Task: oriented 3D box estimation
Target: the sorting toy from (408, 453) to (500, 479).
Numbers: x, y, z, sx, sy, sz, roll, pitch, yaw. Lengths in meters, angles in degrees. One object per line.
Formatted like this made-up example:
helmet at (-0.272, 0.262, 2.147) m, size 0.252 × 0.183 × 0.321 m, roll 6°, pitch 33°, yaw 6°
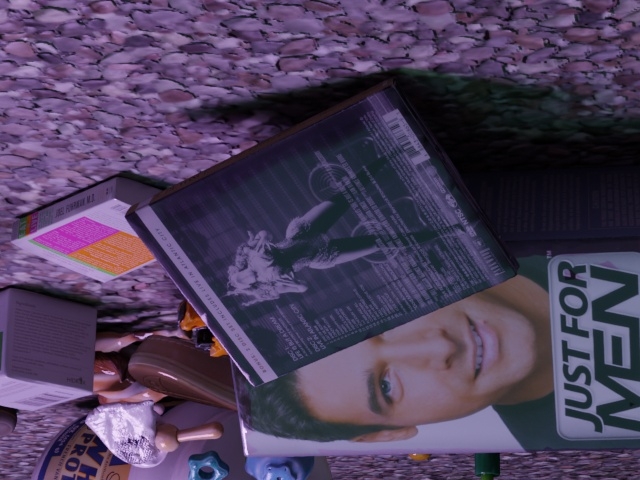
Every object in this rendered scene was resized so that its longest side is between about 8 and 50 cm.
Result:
sorting toy at (0.137, 0.190, 1.895) m, size 0.127 × 0.126 × 0.365 m, roll -5°, pitch 161°, yaw 18°

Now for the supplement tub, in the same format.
supplement tub at (-0.156, 0.291, 2.014) m, size 0.228 × 0.228 × 0.316 m, roll 15°, pitch 163°, yaw -37°

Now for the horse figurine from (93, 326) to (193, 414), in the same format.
horse figurine at (-0.180, 0.131, 1.816) m, size 0.174 × 0.066 × 0.263 m, roll -7°, pitch 166°, yaw 17°

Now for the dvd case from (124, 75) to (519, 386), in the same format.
dvd case at (0.000, 0.000, 1.242) m, size 0.221 × 0.018 × 0.164 m, roll -25°, pitch 115°, yaw 24°

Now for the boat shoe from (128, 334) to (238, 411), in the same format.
boat shoe at (-0.064, 0.115, 1.720) m, size 0.109 × 0.098 × 0.302 m, roll 9°, pitch 173°, yaw 39°

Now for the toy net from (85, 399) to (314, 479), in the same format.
toy net at (-0.126, 0.215, 1.813) m, size 0.232 × 0.045 × 0.122 m, roll 22°, pitch 120°, yaw -11°

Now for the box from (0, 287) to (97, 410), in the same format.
box at (-0.277, 0.103, 1.695) m, size 0.102 × 0.087 × 0.101 m, roll 17°, pitch 156°, yaw -40°

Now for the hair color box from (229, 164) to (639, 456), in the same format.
hair color box at (0.122, 0.053, 1.340) m, size 0.374 × 0.114 × 0.185 m, roll -2°, pitch 120°, yaw 10°

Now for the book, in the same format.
book at (-0.165, -0.009, 1.433) m, size 0.096 × 0.035 × 0.144 m, roll 20°, pitch 154°, yaw -38°

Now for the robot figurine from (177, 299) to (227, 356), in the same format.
robot figurine at (0.026, 0.052, 1.531) m, size 0.291 × 0.085 × 0.211 m, roll 2°, pitch 162°, yaw -5°

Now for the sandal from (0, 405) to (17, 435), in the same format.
sandal at (-0.431, 0.207, 2.075) m, size 0.090 × 0.060 × 0.219 m, roll -9°, pitch 160°, yaw 27°
